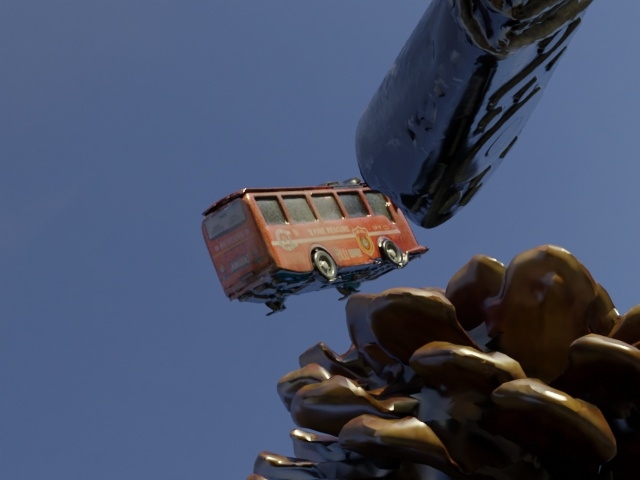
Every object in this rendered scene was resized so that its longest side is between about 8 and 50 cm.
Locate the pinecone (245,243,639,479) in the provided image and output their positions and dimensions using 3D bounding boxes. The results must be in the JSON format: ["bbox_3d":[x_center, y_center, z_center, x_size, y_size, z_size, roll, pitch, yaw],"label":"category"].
[{"bbox_3d":[0.104,0.219,0.760,0.384,0.384,0.384,-9,-75,-35],"label":"pinecone"}]

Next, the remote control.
[{"bbox_3d":[0.065,-0.084,0.520,0.066,0.266,0.090,38,-111,8],"label":"remote control"}]

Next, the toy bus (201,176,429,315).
[{"bbox_3d":[0.000,0.000,1.040,0.235,0.073,0.096,-10,-105,-58],"label":"toy bus"}]
